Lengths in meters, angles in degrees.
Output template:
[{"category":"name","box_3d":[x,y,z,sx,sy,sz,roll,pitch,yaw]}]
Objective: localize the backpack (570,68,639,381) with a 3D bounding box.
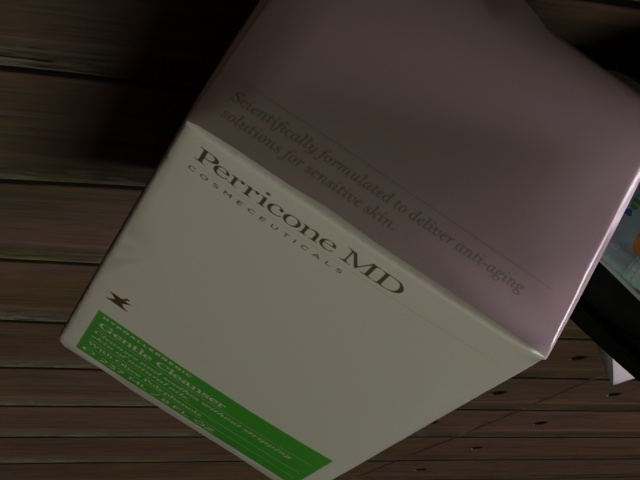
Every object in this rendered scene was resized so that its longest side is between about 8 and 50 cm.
[{"category":"backpack","box_3d":[0.227,0.007,0.903,0.191,0.253,0.225,-53,158,-1]}]

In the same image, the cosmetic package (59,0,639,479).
[{"category":"cosmetic package","box_3d":[0.000,0.000,0.827,0.197,0.155,0.365,33,156,-4]}]

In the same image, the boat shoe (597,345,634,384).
[{"category":"boat shoe","box_3d":[0.286,0.066,1.290,0.105,0.113,0.306,-16,163,12]}]
